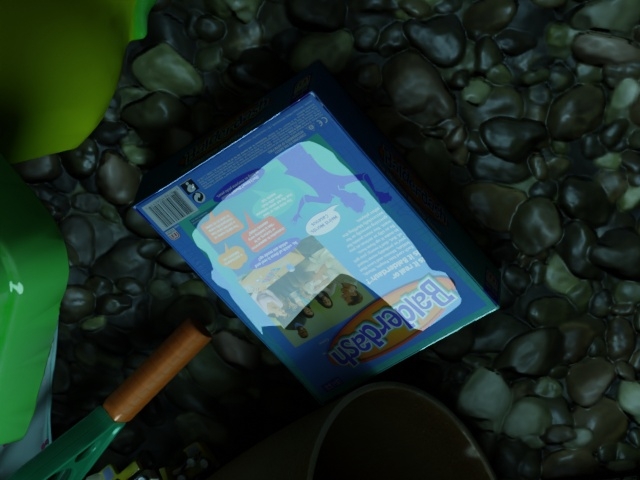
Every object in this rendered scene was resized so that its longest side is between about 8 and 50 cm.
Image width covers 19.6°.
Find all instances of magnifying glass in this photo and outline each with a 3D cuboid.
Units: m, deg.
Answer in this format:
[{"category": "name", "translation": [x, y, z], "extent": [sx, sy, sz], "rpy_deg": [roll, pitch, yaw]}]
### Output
[{"category": "magnifying glass", "translation": [-0.169, 0.143, 1.358], "extent": [0.231, 0.092, 0.026], "rpy_deg": [-43, 75, 7]}]

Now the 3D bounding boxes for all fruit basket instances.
[{"category": "fruit basket", "translation": [-0.260, -0.076, 1.140], "extent": [0.392, 0.392, 0.283], "rpy_deg": [18, 142, -5]}]

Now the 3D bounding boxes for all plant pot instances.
[{"category": "plant pot", "translation": [-0.023, 0.246, 1.365], "extent": [0.254, 0.237, 0.237], "rpy_deg": [-20, 121, 38]}]

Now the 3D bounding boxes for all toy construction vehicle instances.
[{"category": "toy construction vehicle", "translation": [-0.135, 0.182, 1.406], "extent": [0.098, 0.086, 0.035], "rpy_deg": [-37, 71, 20]}]

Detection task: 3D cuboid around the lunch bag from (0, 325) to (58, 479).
[{"category": "lunch bag", "translation": [-0.313, 0.108, 1.323], "extent": [0.262, 0.160, 0.223], "rpy_deg": [-10, 129, -26]}]

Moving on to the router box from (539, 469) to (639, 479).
[{"category": "router box", "translation": [0.222, 0.234, 1.414], "extent": [0.092, 0.038, 0.122], "rpy_deg": [-8, 123, 14]}]

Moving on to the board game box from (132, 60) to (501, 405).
[{"category": "board game box", "translation": [0.000, 0.000, 1.277], "extent": [0.160, 0.047, 0.210], "rpy_deg": [-30, 115, 24]}]
